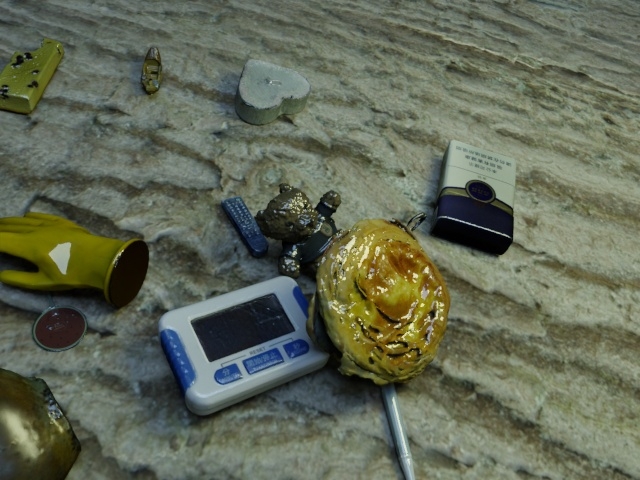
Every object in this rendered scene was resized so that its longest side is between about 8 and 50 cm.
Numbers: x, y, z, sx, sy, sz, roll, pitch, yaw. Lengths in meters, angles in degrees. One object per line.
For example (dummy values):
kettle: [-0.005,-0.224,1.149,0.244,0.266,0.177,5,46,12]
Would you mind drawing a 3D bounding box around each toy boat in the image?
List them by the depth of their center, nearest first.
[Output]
toy boat: [-0.393,-0.393,1.370,0.047,0.049,0.149,2,52,-13]

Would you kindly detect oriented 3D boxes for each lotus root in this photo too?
lotus root: [-0.457,0.279,0.760,0.260,0.149,0.267,-16,61,-24]

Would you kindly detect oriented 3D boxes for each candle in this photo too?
candle: [-0.129,-0.359,1.395,0.192,0.068,0.168,-25,65,-31]

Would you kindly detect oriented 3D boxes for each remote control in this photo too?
remote control: [-0.147,-0.027,1.155,0.043,0.027,0.153,-20,58,-20]

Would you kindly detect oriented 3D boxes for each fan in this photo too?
fan: [-0.438,0.125,0.975,0.085,0.005,0.133,-19,59,-25]

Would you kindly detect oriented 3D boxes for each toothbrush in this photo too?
toothbrush: [0.134,0.324,0.943,0.030,0.025,0.342,1,52,-22]

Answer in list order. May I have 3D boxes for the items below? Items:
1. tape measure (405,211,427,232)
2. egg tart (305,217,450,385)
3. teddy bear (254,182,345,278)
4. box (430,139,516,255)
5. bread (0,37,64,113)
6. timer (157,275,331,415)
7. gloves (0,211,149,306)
tape measure: [0.174,0.050,1.084,0.107,0.180,0.104,27,35,10]
egg tart: [0.085,0.103,0.984,0.297,0.132,0.297,6,81,-39]
teddy bear: [-0.009,0.005,1.092,0.251,0.129,0.182,40,62,-19]
box: [0.341,-0.099,1.300,0.168,0.071,0.259,17,49,0]
bread: [-0.640,-0.370,1.291,0.088,0.049,0.226,8,50,-8]
timer: [-0.123,0.169,0.971,0.253,0.078,0.178,-16,55,-26]
gloves: [-0.456,0.016,1.012,0.294,0.116,0.133,16,19,9]
